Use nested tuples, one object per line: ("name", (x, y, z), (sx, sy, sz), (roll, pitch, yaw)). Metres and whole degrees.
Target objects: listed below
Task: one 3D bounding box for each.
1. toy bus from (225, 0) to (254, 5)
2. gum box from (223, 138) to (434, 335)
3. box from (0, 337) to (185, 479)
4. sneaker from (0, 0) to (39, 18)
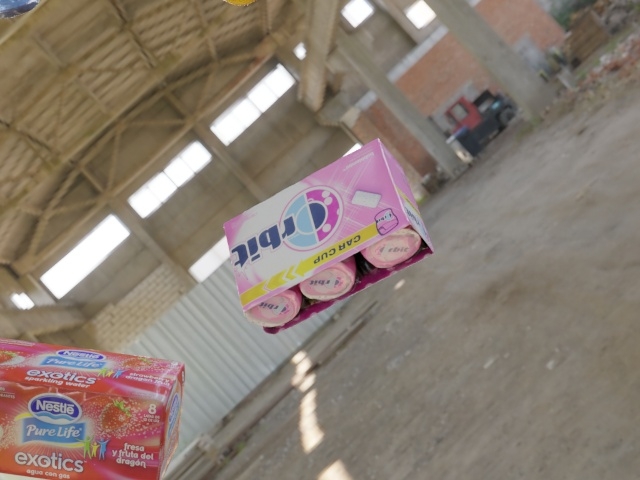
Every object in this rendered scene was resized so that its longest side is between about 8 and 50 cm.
("toy bus", (-0.126, -0.345, 0.686), (0.130, 0.333, 0.108), (-27, 29, 22))
("gum box", (0.000, 0.000, 0.849), (0.188, 0.107, 0.062), (-28, -38, 16))
("box", (-0.303, 0.206, 1.079), (0.128, 0.256, 0.123), (-75, -8, -76))
("sneaker", (-0.311, -0.274, 0.892), (0.053, 0.144, 0.059), (-10, -41, -3))
